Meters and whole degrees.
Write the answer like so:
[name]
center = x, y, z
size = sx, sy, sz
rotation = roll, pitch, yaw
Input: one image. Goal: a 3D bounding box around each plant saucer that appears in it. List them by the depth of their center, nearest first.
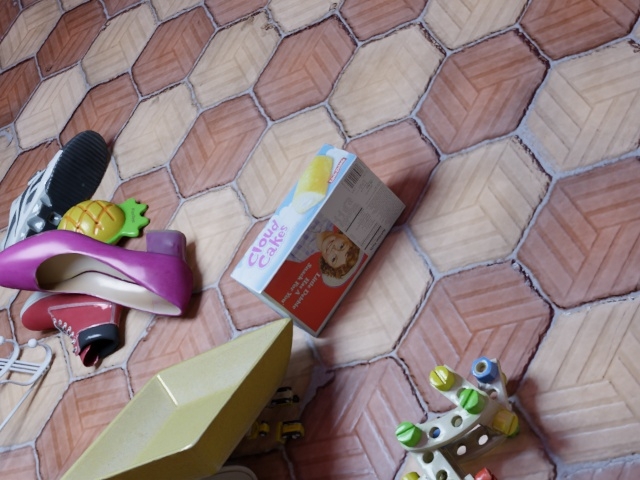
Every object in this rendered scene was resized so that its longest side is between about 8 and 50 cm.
[plant saucer]
center = -0.204, 0.278, 1.669
size = 0.332, 0.081, 0.333
rotation = -26, 15, 35

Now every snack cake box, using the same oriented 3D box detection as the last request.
[snack cake box]
center = 0.000, 0.000, 1.751
size = 0.089, 0.152, 0.264
rotation = 26, 78, 48

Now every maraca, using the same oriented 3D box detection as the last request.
[maraca]
center = -0.432, -0.032, 2.184
size = 0.185, 0.099, 0.127
rotation = -14, 49, -1

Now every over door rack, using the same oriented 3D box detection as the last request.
[over door rack]
center = -0.675, 0.323, 2.099
size = 0.239, 0.108, 0.324
rotation = 0, 57, 41

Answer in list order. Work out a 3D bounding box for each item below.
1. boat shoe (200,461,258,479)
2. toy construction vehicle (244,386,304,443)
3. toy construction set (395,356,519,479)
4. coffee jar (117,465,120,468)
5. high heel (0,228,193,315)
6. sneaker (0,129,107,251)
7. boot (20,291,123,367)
[boat shoe]
center = -0.248, 0.421, 1.666
size = 0.335, 0.112, 0.095
rotation = -32, 19, 1
[toy construction vehicle]
center = -0.066, 0.274, 1.694
size = 0.098, 0.035, 0.086
rotation = -14, 53, 23
[toy construction set]
center = 0.209, 0.301, 1.368
size = 0.215, 0.151, 0.328
rotation = -43, 31, 5
[coffee jar]
center = -0.351, 0.441, 1.757
size = 0.184, 0.096, 0.079
rotation = -48, 4, 0
[high heel]
center = -0.419, 0.074, 1.974
size = 0.377, 0.127, 0.181
rotation = -10, 45, 1
[sneaker]
center = -0.579, -0.098, 2.332
size = 0.146, 0.122, 0.331
rotation = 15, 70, 43
[boot]
center = -0.477, 0.169, 2.078
size = 0.244, 0.088, 0.176
rotation = -18, 51, 25
